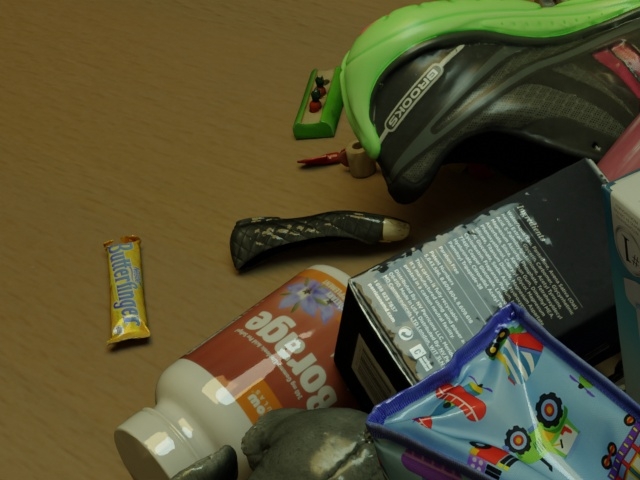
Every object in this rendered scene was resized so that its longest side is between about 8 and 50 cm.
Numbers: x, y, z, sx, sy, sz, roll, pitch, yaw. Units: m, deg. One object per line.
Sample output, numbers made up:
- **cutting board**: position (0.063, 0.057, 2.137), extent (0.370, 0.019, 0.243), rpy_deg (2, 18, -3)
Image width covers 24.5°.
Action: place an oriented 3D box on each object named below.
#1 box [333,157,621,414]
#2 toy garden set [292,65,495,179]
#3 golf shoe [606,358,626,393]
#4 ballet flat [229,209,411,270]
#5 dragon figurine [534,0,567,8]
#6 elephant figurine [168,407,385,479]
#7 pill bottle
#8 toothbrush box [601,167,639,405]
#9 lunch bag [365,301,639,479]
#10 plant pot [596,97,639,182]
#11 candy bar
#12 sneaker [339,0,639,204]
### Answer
- **box**: position (0.125, 0.055, 1.061), extent (0.207, 0.153, 0.108), rpy_deg (-27, 69, -14)
- **toy garden set**: position (0.087, -0.135, 1.505), extent (0.244, 0.049, 0.204), rpy_deg (-3, 38, 15)
- **golf shoe**: position (0.242, 0.120, 1.106), extent (0.198, 0.077, 0.094), rpy_deg (-14, 25, -10)
- **ballet flat**: position (0.000, 0.000, 1.373), extent (0.173, 0.057, 0.049), rpy_deg (-5, 78, 15)
- **dragon figurine**: position (0.311, -0.260, 1.563), extent (0.144, 0.085, 0.289), rpy_deg (-15, 35, 0)
- **elephant figurine**: position (-0.050, 0.220, 0.981), extent (0.239, 0.186, 0.169), rpy_deg (-29, 30, -32)
- **pill bottle**: position (-0.049, 0.122, 1.154), extent (0.216, 0.121, 0.121), rpy_deg (-36, 41, -25)
- **toothbrush box**: position (0.294, 0.105, 0.909), extent (0.126, 0.295, 0.216), rpy_deg (-24, 36, -14)
- **lunch bag**: position (0.188, 0.206, 0.875), extent (0.138, 0.221, 0.293), rpy_deg (-36, 41, -25)
- **plant pot**: position (0.293, -0.021, 1.180), extent (0.180, 0.201, 0.201), rpy_deg (-39, 40, -6)
- **candy bar**: position (-0.183, 0.046, 1.389), extent (0.040, 0.018, 0.161), rpy_deg (-14, 37, 0)
- **sneaker**: position (0.259, -0.123, 1.359), extent (0.483, 0.185, 0.202), rpy_deg (-8, 80, -9)
